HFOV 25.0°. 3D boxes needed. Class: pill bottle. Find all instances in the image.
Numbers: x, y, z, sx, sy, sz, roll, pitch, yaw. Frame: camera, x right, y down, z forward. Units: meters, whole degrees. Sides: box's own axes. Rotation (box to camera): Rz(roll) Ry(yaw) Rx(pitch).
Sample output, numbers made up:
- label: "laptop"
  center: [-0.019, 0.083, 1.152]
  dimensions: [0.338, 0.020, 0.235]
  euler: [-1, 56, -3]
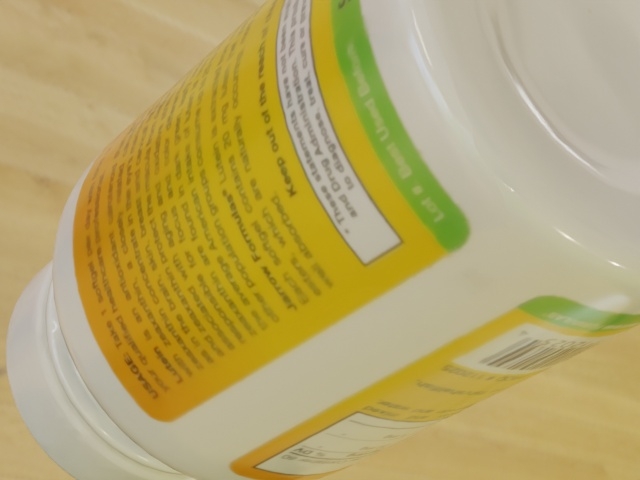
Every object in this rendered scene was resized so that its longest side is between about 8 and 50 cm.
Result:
- label: "pill bottle"
  center: [0.000, 0.000, 0.461]
  dimensions: [0.136, 0.246, 0.136]
  euler: [21, 53, -31]
